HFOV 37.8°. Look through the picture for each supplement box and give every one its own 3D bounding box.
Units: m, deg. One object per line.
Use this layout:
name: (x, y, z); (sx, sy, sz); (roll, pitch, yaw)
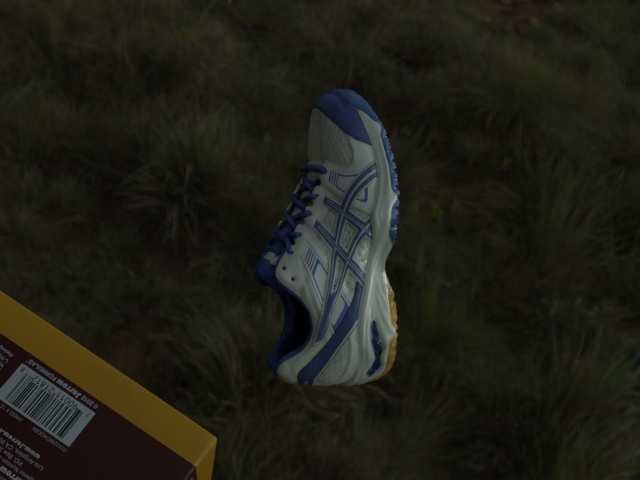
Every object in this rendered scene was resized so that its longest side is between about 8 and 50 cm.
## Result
supplement box: (-0.191, 0.153, 0.518); (0.191, 0.129, 0.194); (32, 63, 8)

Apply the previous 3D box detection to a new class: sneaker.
sneaker: (0.000, 0.000, 0.913); (0.131, 0.296, 0.112); (-4, 2, -21)
